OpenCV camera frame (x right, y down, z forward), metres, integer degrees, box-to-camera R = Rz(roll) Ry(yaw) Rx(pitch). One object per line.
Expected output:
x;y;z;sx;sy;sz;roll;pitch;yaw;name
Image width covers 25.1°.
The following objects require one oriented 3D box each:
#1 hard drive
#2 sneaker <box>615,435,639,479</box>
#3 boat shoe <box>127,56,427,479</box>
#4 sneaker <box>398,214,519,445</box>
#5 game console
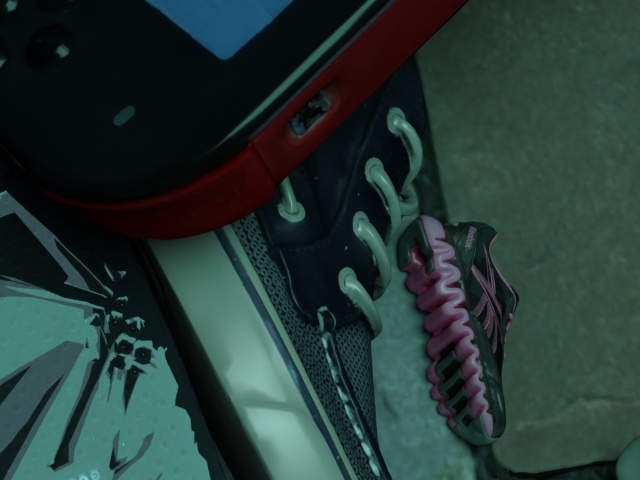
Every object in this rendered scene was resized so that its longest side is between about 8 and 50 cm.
-0.147;0.075;0.634;0.172;0.054;0.255;-22;81;-15;hard drive
0.154;0.237;0.639;0.127;0.126;0.321;26;57;-11;sneaker
0.000;0.000;0.664;0.158;0.127;0.340;-24;80;-13;boat shoe
0.080;0.042;0.725;0.057;0.047;0.119;-5;75;-29;sneaker
-0.035;-0.211;0.631;0.386;0.060;0.342;-44;58;-6;game console
